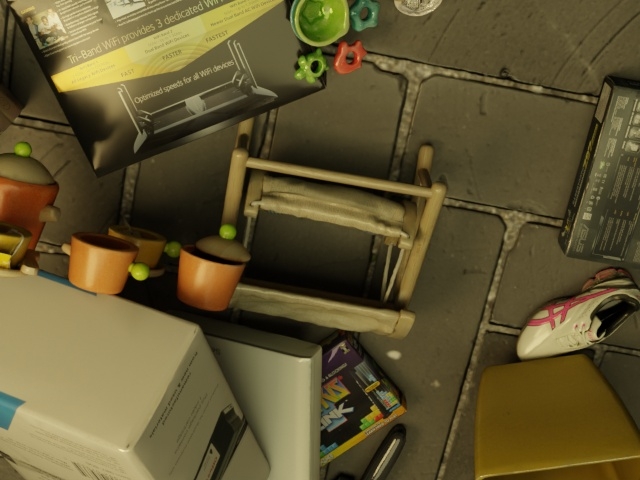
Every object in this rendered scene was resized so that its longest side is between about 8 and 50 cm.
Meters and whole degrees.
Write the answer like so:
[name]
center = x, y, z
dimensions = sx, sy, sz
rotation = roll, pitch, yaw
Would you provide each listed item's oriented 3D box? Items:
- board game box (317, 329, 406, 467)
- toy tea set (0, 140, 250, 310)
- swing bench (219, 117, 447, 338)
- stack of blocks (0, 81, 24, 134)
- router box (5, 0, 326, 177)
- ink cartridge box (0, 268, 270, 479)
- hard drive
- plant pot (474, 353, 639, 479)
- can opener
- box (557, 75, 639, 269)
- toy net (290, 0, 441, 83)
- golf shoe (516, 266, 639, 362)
[board game box]
center = 0.010, 0.222, 1.551
dimensions = 0.170, 0.048, 0.141
rotation = -36, 109, 14
[toy tea set]
center = -0.243, -0.021, 1.248
dimensions = 0.336, 0.200, 0.124
rotation = 11, 100, -24
[swing bench]
center = 0.000, 0.000, 1.395
dimensions = 0.253, 0.165, 0.254
rotation = 10, 113, -4
[stack of blocks]
center = -0.433, -0.119, 1.274
dimensions = 0.171, 0.297, 0.087
rotation = -37, 106, 14
[router box]
center = -0.178, -0.243, 1.338
dimensions = 0.309, 0.081, 0.243
rotation = -20, 112, 8
[ink cartridge box]
center = -0.249, 0.219, 1.344
dimensions = 0.286, 0.166, 0.395
rotation = 17, 151, 21
[hard drive]
center = -0.112, 0.282, 1.532
dimensions = 0.233, 0.047, 0.353
rotation = 11, 115, 23
[plant pot]
center = 0.300, 0.271, 1.474
dimensions = 0.212, 0.187, 0.212
rotation = -8, 137, 4
[can opener]
center = 0.069, 0.341, 1.595
dimensions = 0.073, 0.059, 0.186
rotation = 30, 110, -11
[box]
center = 0.420, -0.077, 1.418
dimensions = 0.183, 0.059, 0.232
rotation = 9, 112, -3
[toy net]
center = 0.070, -0.263, 1.299
dimensions = 0.232, 0.045, 0.122
rotation = -24, 120, -18
[golf shoe]
center = 0.337, 0.109, 1.483
dimensions = 0.186, 0.086, 0.067
rotation = -39, 108, 16
